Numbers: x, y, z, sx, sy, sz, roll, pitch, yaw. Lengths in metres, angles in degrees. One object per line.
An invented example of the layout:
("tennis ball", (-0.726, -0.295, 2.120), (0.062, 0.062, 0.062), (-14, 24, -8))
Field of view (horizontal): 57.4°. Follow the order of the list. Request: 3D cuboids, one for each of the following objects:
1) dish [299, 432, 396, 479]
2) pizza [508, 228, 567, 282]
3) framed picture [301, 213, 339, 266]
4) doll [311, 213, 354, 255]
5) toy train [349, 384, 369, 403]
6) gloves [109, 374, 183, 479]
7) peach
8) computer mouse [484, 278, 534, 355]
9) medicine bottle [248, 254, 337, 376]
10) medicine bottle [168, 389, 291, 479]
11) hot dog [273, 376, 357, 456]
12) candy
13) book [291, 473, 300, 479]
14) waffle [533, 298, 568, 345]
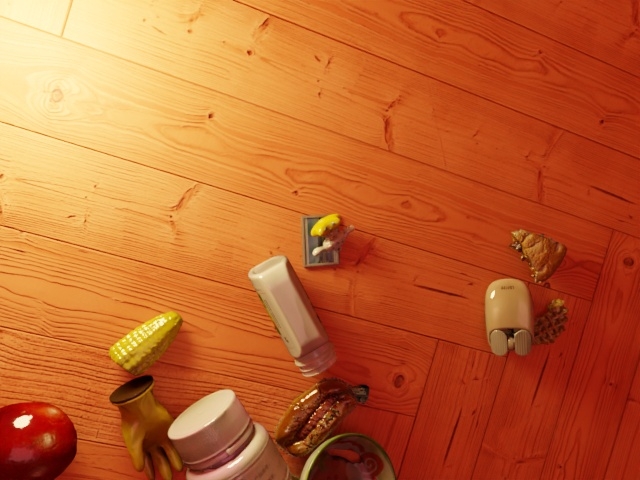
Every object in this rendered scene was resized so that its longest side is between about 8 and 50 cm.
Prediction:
("dish", (0.057, 0.717, 1.672), (0.325, 0.124, 0.323), (10, 71, -32))
("pizza", (0.662, 0.033, 1.827), (0.194, 0.069, 0.154), (41, 84, -7))
("framed picture", (0.000, 0.000, 1.679), (0.109, 0.011, 0.148), (-4, 96, -14))
("doll", (0.023, -0.011, 1.652), (0.113, 0.071, 0.135), (35, 91, -33))
("toy train", (0.103, 0.454, 1.729), (0.084, 0.033, 0.053), (7, 87, -15))
("gloves", (-0.446, 0.517, 1.563), (0.133, 0.116, 0.294), (-20, 106, -5))
("peach", (-0.723, 0.516, 1.434), (0.244, 0.199, 0.243), (-5, 105, -17))
("computer mouse", (0.578, 0.235, 1.789), (0.145, 0.082, 0.236), (-1, 92, 16))
("medicine bottle", (-0.072, 0.206, 1.589), (0.124, 0.179, 0.324), (-31, 102, -11))
("medicine bottle", (-0.240, 0.574, 1.541), (0.241, 0.241, 0.301), (-30, 101, -11))
("hot dog", (-0.017, 0.499, 1.666), (0.268, 0.075, 0.144), (-44, 93, 0))
("candy", (-0.449, 0.263, 1.542), (0.199, 0.094, 0.106), (-42, 97, -14))
("book", (-0.104, 0.889, 1.685), (0.269, 0.032, 0.388), (32, 79, -15))
("waffle", (0.694, 0.257, 1.859), (0.194, 0.051, 0.148), (2, 93, -10))
